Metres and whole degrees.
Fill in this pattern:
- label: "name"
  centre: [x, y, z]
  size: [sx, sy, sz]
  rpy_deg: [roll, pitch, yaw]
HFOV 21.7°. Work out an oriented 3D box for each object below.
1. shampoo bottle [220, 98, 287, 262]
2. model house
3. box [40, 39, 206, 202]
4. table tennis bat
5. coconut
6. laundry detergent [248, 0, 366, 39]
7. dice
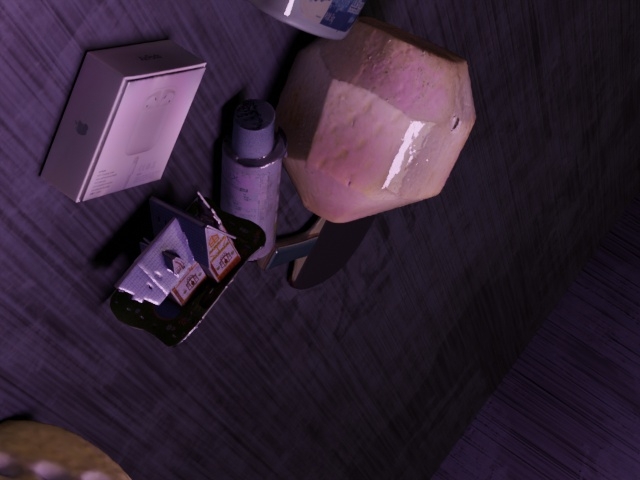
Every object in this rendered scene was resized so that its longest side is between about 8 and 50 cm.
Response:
- label: "shampoo bottle"
  centre: [-0.074, -0.065, 1.792]
  size: [0.072, 0.072, 0.214]
  rpy_deg: [-44, 157, -31]
- label: "model house"
  centre: [-0.150, 0.010, 1.700]
  size: [0.167, 0.117, 0.088]
  rpy_deg: [-49, 143, -16]
- label: "box"
  centre: [-0.176, -0.109, 1.509]
  size: [0.130, 0.051, 0.129]
  rpy_deg: [-22, 141, -59]
- label: "table tennis bat"
  centre: [0.000, 0.000, 2.134]
  size: [0.301, 0.022, 0.173]
  rpy_deg: [-18, 139, -62]
- label: "coconut"
  centre: [0.059, -0.122, 1.826]
  size: [0.237, 0.197, 0.237]
  rpy_deg: [-54, 161, -28]
- label: "laundry detergent"
  centre: [0.032, -0.333, 1.567]
  size: [0.280, 0.105, 0.215]
  rpy_deg: [-61, 159, 10]
- label: "dice"
  centre: [-0.297, 0.296, 1.684]
  size: [0.166, 0.169, 0.169]
  rpy_deg: [-22, 141, -59]
